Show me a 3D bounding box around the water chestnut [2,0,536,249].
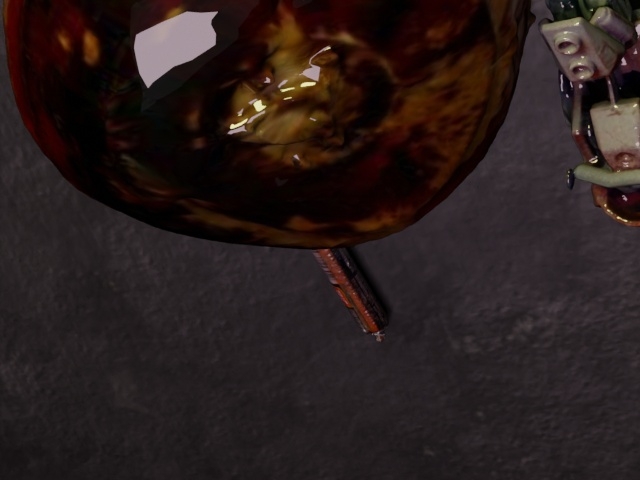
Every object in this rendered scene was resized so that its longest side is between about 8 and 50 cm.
[{"bbox_3d":[-0.037,-0.165,1.110,0.350,0.302,0.350,-16,132,-18],"label":"water chestnut"}]

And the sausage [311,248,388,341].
[{"bbox_3d":[0.000,0.000,1.362,0.028,0.025,0.198,3,132,52],"label":"sausage"}]

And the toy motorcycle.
[{"bbox_3d":[0.184,-0.090,1.160,0.082,0.122,0.213,-11,143,25],"label":"toy motorcycle"}]
